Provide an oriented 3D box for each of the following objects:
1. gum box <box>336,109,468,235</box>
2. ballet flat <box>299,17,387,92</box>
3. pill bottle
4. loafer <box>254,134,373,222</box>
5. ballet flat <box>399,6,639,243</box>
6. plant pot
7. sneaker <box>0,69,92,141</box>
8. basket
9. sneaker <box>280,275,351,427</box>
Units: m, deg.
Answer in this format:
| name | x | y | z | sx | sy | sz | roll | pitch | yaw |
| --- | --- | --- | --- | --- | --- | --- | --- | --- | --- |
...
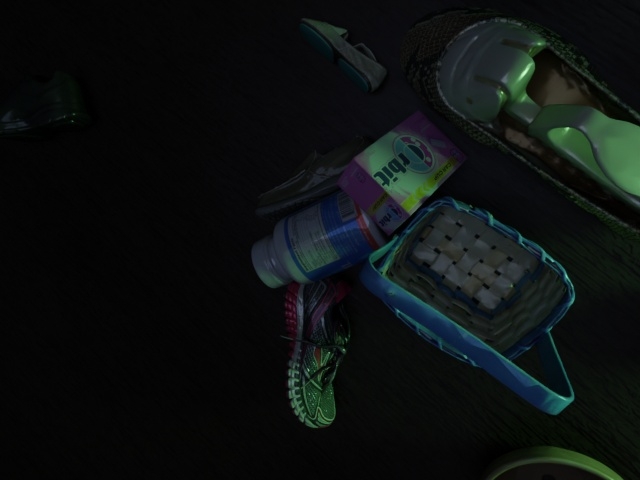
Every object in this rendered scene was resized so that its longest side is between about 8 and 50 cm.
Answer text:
| name | x | y | z | sx | sy | sz | roll | pitch | yaw |
| --- | --- | --- | --- | --- | --- | --- | --- | --- | --- |
| gum box | 0.127 | -0.107 | 0.599 | 0.107 | 0.188 | 0.062 | 45 | 146 | 5 |
| ballet flat | 0.039 | -0.310 | 0.661 | 0.168 | 0.057 | 0.052 | 45 | 86 | 3 |
| pill bottle | 0.000 | 0.000 | 0.673 | 0.221 | 0.124 | 0.124 | -24 | 93 | 23 |
| loafer | -0.004 | -0.104 | 0.707 | 0.251 | 0.094 | 0.087 | -21 | 69 | 15 |
| ballet flat | 0.297 | -0.160 | 0.514 | 0.483 | 0.182 | 0.164 | 40 | 114 | 9 |
| plant pot | 0.376 | 0.422 | 0.655 | 0.237 | 0.110 | 0.237 | 5 | 103 | 20 |
| sneaker | -0.643 | -0.297 | 0.909 | 0.286 | 0.109 | 0.130 | -7 | 93 | 13 |
| basket | 0.199 | 0.069 | 0.545 | 0.255 | 0.289 | 0.201 | 37 | 113 | 11 |
| sneaker | 0.001 | 0.210 | 0.750 | 0.112 | 0.121 | 0.299 | 0 | 102 | 19 |
